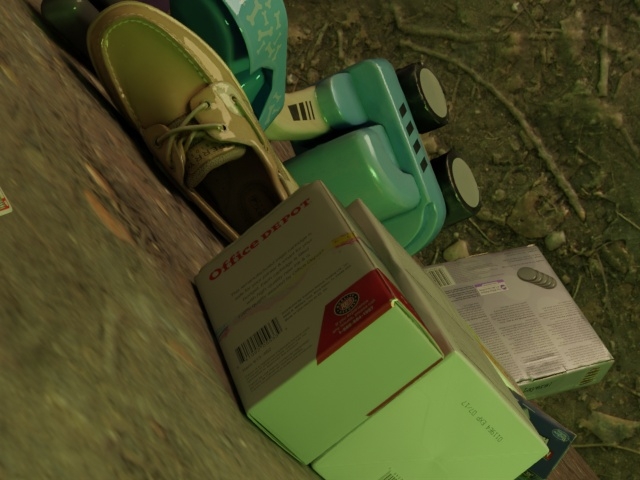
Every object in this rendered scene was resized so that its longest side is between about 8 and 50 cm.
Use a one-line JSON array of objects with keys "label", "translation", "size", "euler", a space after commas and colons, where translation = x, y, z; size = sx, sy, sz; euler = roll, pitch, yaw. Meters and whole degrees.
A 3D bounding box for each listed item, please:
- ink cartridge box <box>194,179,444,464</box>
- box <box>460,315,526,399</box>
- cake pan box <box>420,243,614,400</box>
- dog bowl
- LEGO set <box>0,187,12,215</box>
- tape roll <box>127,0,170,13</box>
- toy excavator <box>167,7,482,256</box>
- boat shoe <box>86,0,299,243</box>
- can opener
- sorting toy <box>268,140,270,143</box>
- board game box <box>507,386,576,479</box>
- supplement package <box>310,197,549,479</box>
[{"label": "ink cartridge box", "translation": [-0.006, 0.053, 0.879], "size": [0.072, 0.127, 0.175], "euler": [47, 8, -34]}, {"label": "box", "translation": [0.150, 0.151, 1.476], "size": [0.203, 0.103, 0.114], "euler": [49, 7, -13]}, {"label": "cake pan box", "translation": [0.276, 0.132, 1.858], "size": [0.246, 0.267, 0.070], "euler": [58, -34, 35]}, {"label": "dog bowl", "translation": [-0.109, -0.217, 1.352], "size": [0.166, 0.074, 0.297], "euler": [42, -23, 19]}, {"label": "LEGO set", "translation": [-0.247, -0.101, 0.567], "size": [0.244, 0.060, 0.182], "euler": [61, 5, -6]}, {"label": "tape roll", "translation": [-0.229, -0.348, 1.814], "size": [0.189, 0.080, 0.189], "euler": [49, 7, -8]}, {"label": "toy excavator", "translation": [0.003, -0.155, 1.698], "size": [0.445, 0.222, 0.433], "euler": [-24, 93, -62]}, {"label": "boat shoe", "translation": [-0.105, -0.092, 1.136], "size": [0.302, 0.109, 0.098], "euler": [54, 4, -16]}, {"label": "can opener", "translation": [-0.162, -0.183, 1.233], "size": [0.283, 0.095, 0.076], "euler": [45, 47, -53]}, {"label": "sorting toy", "translation": [-0.084, -0.139, 1.808], "size": [0.075, 0.045, 0.083], "euler": [56, 6, -15]}, {"label": "board game box", "translation": [0.140, 0.190, 1.211], "size": [0.194, 0.060, 0.194], "euler": [35, -24, 16]}, {"label": "supplement package", "translation": [0.051, 0.100, 0.973], "size": [0.139, 0.134, 0.244], "euler": [46, 8, -31]}]
